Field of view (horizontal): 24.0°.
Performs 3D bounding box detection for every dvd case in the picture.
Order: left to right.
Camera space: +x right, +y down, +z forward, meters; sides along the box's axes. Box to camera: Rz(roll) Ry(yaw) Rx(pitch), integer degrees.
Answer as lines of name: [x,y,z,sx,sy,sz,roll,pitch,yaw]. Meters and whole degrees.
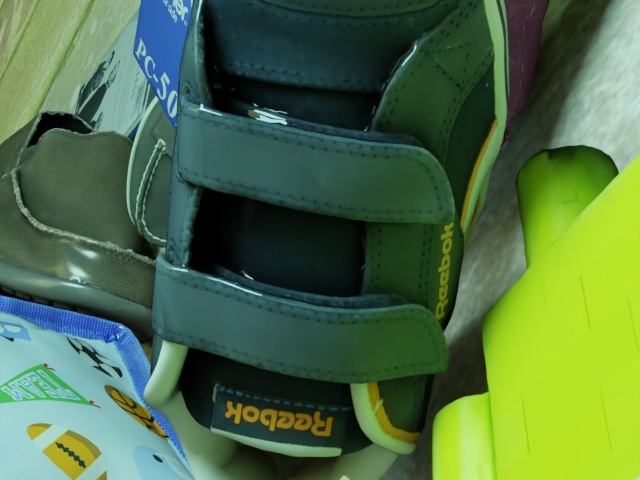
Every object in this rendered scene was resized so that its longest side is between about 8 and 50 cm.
dvd case: [-0.187,-0.126,1.401,0.238,0.029,0.179,-41,35,51]

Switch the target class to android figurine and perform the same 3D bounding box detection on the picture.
android figurine: [0.115,0.049,0.479,0.248,0.056,0.273,-50,27,41]

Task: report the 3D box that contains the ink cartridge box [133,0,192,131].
ink cartridge box: [-0.047,-0.081,0.860,0.207,0.046,0.097,59,148,35]

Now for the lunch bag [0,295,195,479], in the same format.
lunch bag: [-0.194,0.246,0.827,0.385,0.239,0.328,46,115,49]

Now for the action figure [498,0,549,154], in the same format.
action figure: [0.077,-0.149,0.662,0.275,0.248,0.370,20,106,27]

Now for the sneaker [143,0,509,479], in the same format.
sneaker: [0.000,0.000,0.585,0.127,0.126,0.321,-68,-16,-46]

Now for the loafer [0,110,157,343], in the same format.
loafer: [-0.200,-0.031,1.184,0.130,0.134,0.366,-63,29,6]

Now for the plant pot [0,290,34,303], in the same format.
plant pot: [-0.302,0.127,1.145,0.272,0.272,0.265,-64,18,15]

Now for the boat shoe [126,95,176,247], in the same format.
boat shoe: [-0.063,-0.083,0.989,0.228,0.081,0.069,-58,20,22]
